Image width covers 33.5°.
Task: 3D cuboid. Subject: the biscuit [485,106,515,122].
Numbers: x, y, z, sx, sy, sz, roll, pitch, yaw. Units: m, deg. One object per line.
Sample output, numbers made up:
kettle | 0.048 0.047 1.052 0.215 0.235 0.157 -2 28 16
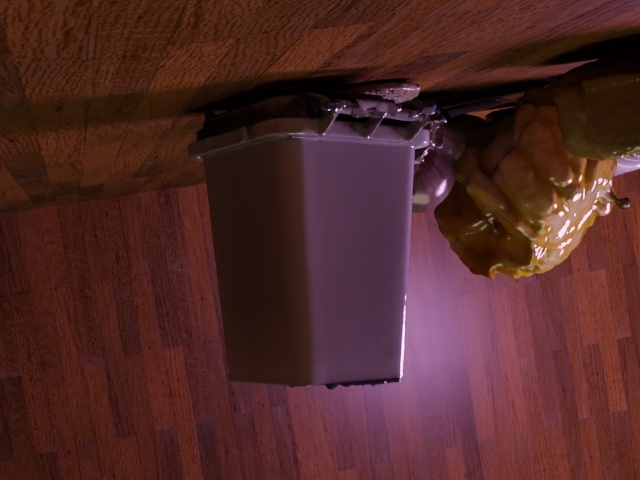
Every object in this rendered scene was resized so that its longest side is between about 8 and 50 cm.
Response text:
biscuit | 0.459 -0.249 2.153 0.230 0.025 0.131 -10 -152 -12

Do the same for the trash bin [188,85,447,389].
trash bin | 0.000 0.000 1.347 0.255 0.368 0.296 1 175 -37

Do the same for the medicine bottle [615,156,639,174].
medicine bottle | 0.548 -0.207 1.958 0.170 0.170 0.293 -9 178 -11

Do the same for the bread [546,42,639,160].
bread | 0.446 -0.195 1.443 0.269 0.148 0.270 -10 -175 1

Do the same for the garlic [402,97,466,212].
garlic | 0.140 -0.113 1.690 0.160 0.214 0.191 14 173 -5

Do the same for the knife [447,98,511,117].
knife | 0.248 -0.243 2.032 0.072 0.019 0.245 -5 176 -40

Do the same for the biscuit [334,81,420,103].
biscuit | 0.060 -0.195 1.444 0.152 0.020 0.152 -7 179 0

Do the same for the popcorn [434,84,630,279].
popcorn | 0.333 -0.119 1.839 0.381 0.349 0.349 40 -154 24
